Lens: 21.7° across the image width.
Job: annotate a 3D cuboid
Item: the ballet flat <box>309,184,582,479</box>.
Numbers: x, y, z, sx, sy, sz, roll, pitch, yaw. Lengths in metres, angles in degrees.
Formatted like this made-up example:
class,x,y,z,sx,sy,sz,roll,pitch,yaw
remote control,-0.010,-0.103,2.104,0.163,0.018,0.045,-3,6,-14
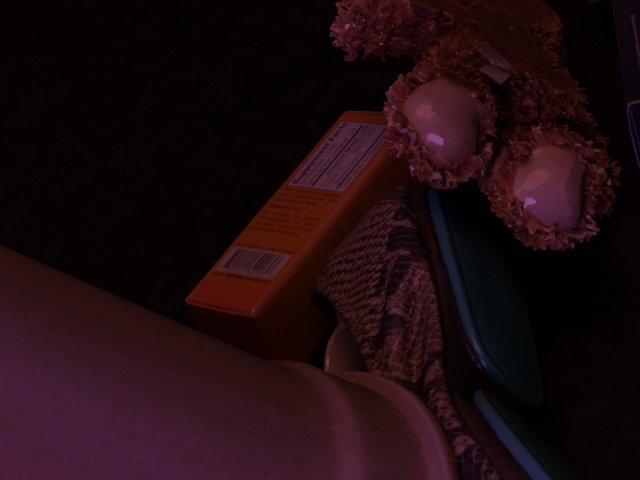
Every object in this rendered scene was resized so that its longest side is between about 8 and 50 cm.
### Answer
class,x,y,z,sx,sy,sz,roll,pitch,yaw
ballet flat,0.082,0.137,1.038,0.182,0.164,0.483,-42,29,13

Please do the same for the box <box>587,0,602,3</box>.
class,x,y,z,sx,sy,sz,roll,pitch,yaw
box,0.303,-0.278,1.328,0.148,0.127,0.232,-17,5,-12

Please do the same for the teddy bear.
class,x,y,z,sx,sy,sz,roll,pitch,yaw
teddy bear,0.119,-0.095,1.244,0.245,0.113,0.338,17,28,-21

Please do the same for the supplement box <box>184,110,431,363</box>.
class,x,y,z,sx,sy,sz,roll,pitch,yaw
supplement box,0.000,0.000,1.287,0.080,0.078,0.233,10,47,41

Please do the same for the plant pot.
class,x,y,z,sx,sy,sz,roll,pitch,yaw
plant pot,-0.148,0.153,0.886,0.334,0.305,0.334,-38,33,30

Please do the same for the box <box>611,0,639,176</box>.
class,x,y,z,sx,sy,sz,roll,pitch,yaw
box,0.330,-0.124,1.237,0.207,0.108,0.153,-11,38,15
